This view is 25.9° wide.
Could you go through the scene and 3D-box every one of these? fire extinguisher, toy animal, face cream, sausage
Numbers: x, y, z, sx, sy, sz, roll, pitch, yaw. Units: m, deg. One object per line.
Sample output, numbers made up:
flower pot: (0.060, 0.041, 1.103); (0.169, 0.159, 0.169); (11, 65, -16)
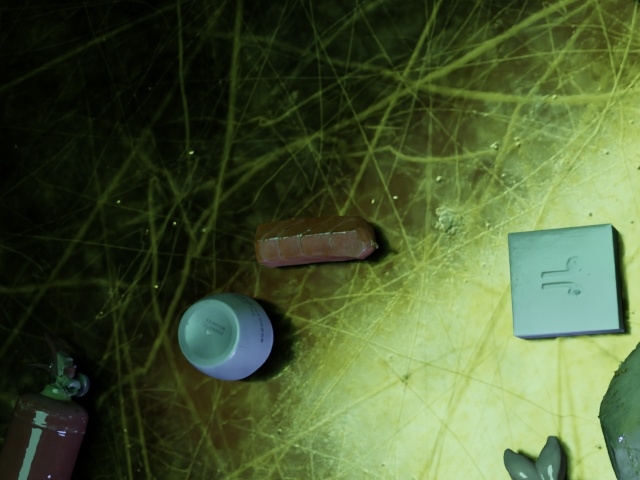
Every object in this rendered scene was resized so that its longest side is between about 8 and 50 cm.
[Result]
fire extinguisher: (-0.403, 0.297, 1.933); (0.147, 0.106, 0.337); (14, 86, 47)
toy animal: (0.287, 0.330, 1.642); (0.124, 0.124, 0.212); (-33, 75, 14)
face cream: (-0.126, 0.126, 1.839); (0.117, 0.104, 0.117); (-3, 81, 22)
sausage: (0.000, -0.001, 1.832); (0.169, 0.065, 0.065); (-5, 80, 20)

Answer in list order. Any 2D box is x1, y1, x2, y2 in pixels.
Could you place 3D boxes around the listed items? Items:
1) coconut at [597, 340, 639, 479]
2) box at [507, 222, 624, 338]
coconut: (0.449, 0.214, 1.533); (0.247, 0.245, 0.245); (36, 97, -12)
box: (0.302, 0.052, 1.711); (0.129, 0.051, 0.130); (-6, 80, 21)
